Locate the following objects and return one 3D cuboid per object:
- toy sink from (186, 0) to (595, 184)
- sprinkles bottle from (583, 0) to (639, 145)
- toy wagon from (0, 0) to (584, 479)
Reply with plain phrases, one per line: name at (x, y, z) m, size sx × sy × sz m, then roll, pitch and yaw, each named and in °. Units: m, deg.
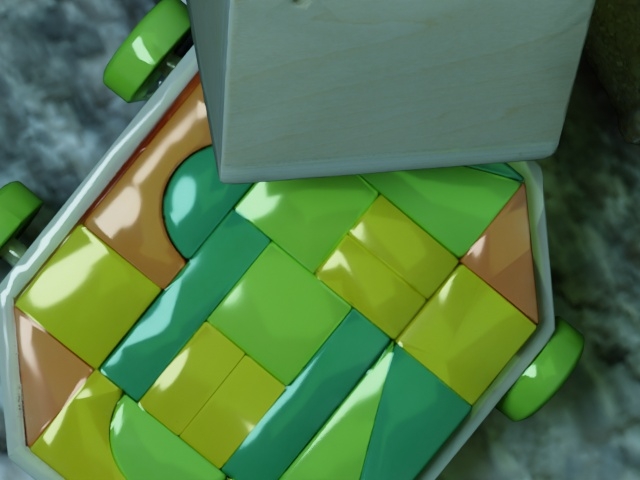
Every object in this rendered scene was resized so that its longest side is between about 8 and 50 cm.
toy sink at (0.016, -0.158, 0.822) m, size 0.153 × 0.131 × 0.234 m, roll -4°, pitch 51°, yaw -9°
sprinkles bottle at (0.127, -0.228, 0.953) m, size 0.121 × 0.121 × 0.355 m, roll -28°, pitch 88°, yaw -16°
toy wagon at (0.000, 0.000, 0.886) m, size 0.267 × 0.068 × 0.344 m, roll 40°, pitch 89°, yaw -4°
